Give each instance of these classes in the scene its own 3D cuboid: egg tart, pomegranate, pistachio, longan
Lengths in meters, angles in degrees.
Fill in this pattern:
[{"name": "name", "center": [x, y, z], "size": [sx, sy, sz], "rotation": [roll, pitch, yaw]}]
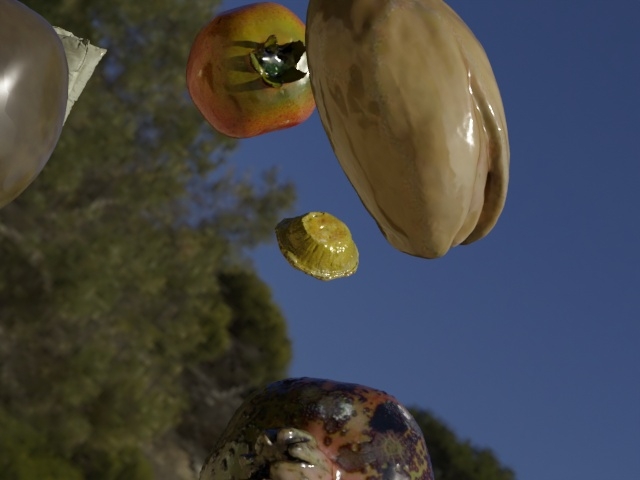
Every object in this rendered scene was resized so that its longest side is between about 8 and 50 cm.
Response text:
[{"name": "egg tart", "center": [0.000, 0.000, 1.756], "size": [0.105, 0.105, 0.039], "rotation": [35, -51, 11]}, {"name": "pomegranate", "center": [-0.012, 0.272, 1.738], "size": [0.285, 0.285, 0.341], "rotation": [33, -11, 18]}, {"name": "pomegranate", "center": [-0.094, -0.268, 2.413], "size": [0.221, 0.221, 0.256], "rotation": [46, -18, -16]}, {"name": "pistachio", "center": [0.076, -0.128, 1.447], "size": [0.181, 0.162, 0.293], "rotation": [-27, -91, 46]}, {"name": "longan", "center": [-0.287, -0.098, 1.144], "size": [0.198, 0.212, 0.198], "rotation": [163, -90, -77]}]

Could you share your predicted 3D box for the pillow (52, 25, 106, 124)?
[{"name": "pillow", "center": [-0.421, -0.235, 2.299], "size": [0.134, 0.181, 0.078], "rotation": [26, -2, 6]}]
